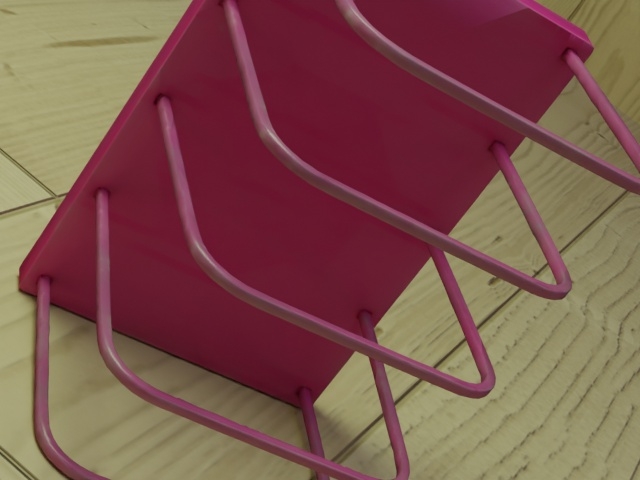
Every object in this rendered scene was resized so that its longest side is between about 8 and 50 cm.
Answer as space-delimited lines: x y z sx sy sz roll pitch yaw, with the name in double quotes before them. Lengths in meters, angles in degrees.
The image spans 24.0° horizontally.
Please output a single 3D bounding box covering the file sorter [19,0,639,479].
"file sorter" 0.000 0.000 0.783 0.202 0.291 0.182 25 26 -25
